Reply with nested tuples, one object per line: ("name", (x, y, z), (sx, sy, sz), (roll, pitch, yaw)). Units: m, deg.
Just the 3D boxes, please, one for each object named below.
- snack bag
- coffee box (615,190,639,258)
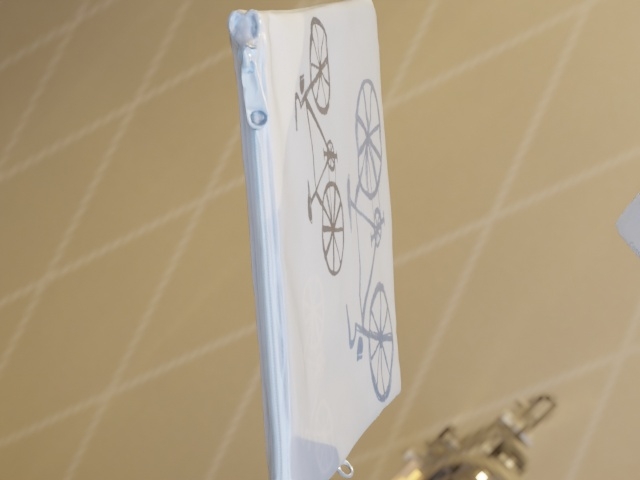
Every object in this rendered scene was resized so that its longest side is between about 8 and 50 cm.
("snack bag", (0.000, 0.000, 1.068), (0.342, 0.037, 0.323), (-36, 124, -73))
("coffee box", (0.490, -0.017, 1.096), (0.338, 0.334, 0.337), (-1, 45, -44))
